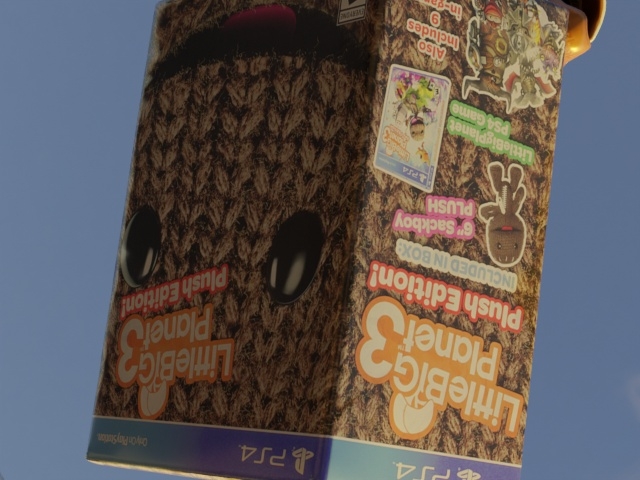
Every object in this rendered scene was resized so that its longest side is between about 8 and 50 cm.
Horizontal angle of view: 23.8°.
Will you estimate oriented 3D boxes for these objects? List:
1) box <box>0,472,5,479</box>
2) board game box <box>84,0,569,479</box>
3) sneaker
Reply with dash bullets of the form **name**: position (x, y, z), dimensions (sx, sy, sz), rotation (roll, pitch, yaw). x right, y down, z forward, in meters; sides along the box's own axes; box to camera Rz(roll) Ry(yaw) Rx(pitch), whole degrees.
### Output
- **box**: position (-0.449, 0.256, 1.808), dimensions (0.275, 0.094, 0.113), rotation (68, -9, -25)
- **board game box**: position (0.000, 0.000, 0.884), dimensions (0.232, 0.141, 0.291), rotation (-5, -105, 51)
- **sneaker**: position (0.212, -0.218, 1.469), dimensions (0.123, 0.290, 0.106), rotation (-11, -67, 10)
